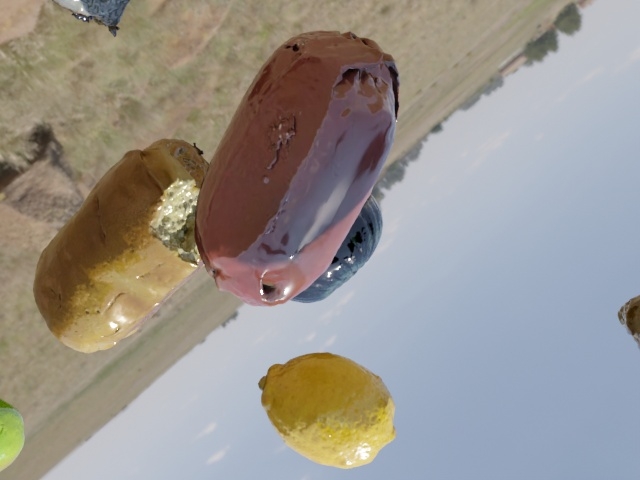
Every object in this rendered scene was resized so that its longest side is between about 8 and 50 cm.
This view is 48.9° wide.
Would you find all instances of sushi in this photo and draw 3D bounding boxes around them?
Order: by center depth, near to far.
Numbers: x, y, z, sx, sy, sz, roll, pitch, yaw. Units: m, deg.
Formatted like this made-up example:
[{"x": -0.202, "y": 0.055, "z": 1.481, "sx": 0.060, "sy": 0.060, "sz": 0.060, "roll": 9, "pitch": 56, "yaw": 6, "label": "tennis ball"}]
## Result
[{"x": -0.241, "y": -0.272, "z": 0.726, "sx": 0.098, "sy": 0.094, "sz": 0.084, "roll": -59, "pitch": -141, "yaw": 19, "label": "sushi"}]

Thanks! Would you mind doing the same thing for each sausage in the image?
[{"x": -0.024, "y": -0.065, "z": 0.670, "sx": 0.280, "sy": 0.152, "sz": 0.152, "roll": -61, "pitch": 175, "yaw": 17, "label": "sausage"}]

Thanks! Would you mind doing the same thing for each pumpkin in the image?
[{"x": 0.000, "y": 0.000, "z": 1.012, "sx": 0.202, "sy": 0.140, "sz": 0.202, "roll": -43, "pitch": 172, "yaw": -8, "label": "pumpkin"}]

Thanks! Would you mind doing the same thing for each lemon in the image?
[{"x": 0.008, "y": 0.176, "z": 0.743, "sx": 0.114, "sy": 0.155, "sz": 0.114, "roll": 25, "pitch": 90, "yaw": -86, "label": "lemon"}]

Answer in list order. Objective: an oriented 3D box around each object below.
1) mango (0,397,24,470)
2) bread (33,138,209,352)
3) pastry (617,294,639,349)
[{"x": -0.444, "y": 0.215, "z": 0.794, "sx": 0.111, "sy": 0.125, "sz": 0.233, "roll": -3, "pitch": 158, "yaw": 28, "label": "mango"}, {"x": -0.277, "y": 0.013, "z": 1.018, "sx": 0.344, "sy": 0.195, "sz": 0.149, "roll": -43, "pitch": 173, "yaw": 27, "label": "bread"}, {"x": 0.439, "y": 0.075, "z": 0.800, "sx": 0.229, "sy": 0.100, "sz": 0.218, "roll": -21, "pitch": 163, "yaw": -32, "label": "pastry"}]
